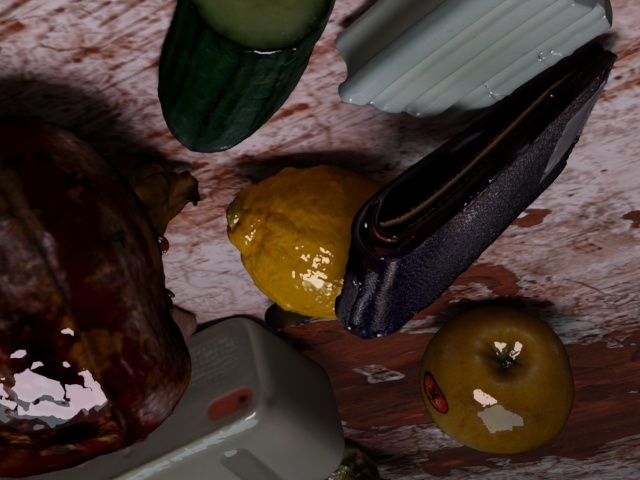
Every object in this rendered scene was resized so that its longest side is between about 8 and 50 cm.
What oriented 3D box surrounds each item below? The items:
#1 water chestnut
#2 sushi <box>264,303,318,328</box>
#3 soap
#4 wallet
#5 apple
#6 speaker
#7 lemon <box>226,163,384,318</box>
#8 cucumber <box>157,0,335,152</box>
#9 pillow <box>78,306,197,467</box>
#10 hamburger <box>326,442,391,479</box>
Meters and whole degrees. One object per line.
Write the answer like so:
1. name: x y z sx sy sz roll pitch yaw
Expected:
1. water chestnut: -0.231 0.037 1.327 0.347 0.335 0.335 -25 171 -30
2. sushi: -0.022 0.073 1.755 0.083 0.044 0.046 -18 175 39
3. soap: 0.111 -0.156 1.128 0.119 0.066 0.198 8 156 -31
4. wallet: 0.120 -0.040 1.273 0.262 0.071 0.221 -37 164 -14
5. apple: 0.205 0.159 1.802 0.182 0.182 0.155 0 151 -4
6. speaker: -0.193 0.253 1.890 0.406 0.183 0.184 -26 142 15
7. lemon: 0.000 0.000 1.420 0.187 0.142 0.142 14 154 -22
8. cucumber: -0.068 -0.121 1.214 0.115 0.063 0.244 3 159 -12
9. pillow: -0.251 0.146 1.713 0.084 0.223 0.236 33 178 28
10. hamburger: 0.007 0.454 2.383 0.318 0.195 0.277 -36 153 -34
